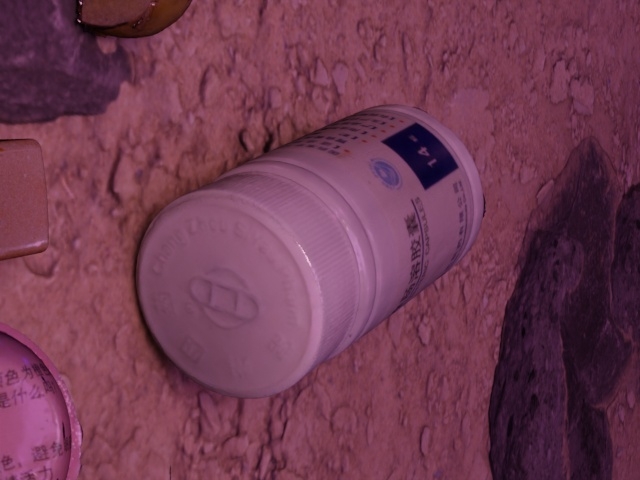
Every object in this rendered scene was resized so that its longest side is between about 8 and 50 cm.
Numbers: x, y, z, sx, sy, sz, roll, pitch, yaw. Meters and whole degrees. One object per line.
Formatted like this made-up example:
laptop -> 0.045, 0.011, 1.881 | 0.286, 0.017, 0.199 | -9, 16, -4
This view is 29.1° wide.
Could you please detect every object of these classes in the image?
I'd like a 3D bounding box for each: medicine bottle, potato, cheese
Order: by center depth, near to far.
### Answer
cheese -> -0.230, 0.178, 0.852 | 0.189, 0.074, 0.285 | -15, 91, -50
potato -> -0.130, -0.245, 1.002 | 0.089, 0.101, 0.172 | 15, 77, -62
medicine bottle -> 0.000, 0.000, 1.134 | 0.332, 0.190, 0.189 | -31, 119, -53

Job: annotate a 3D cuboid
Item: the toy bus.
toy bus -> -0.268, -0.019, 0.788 | 0.182, 0.103, 0.091 | -14, 104, -56
